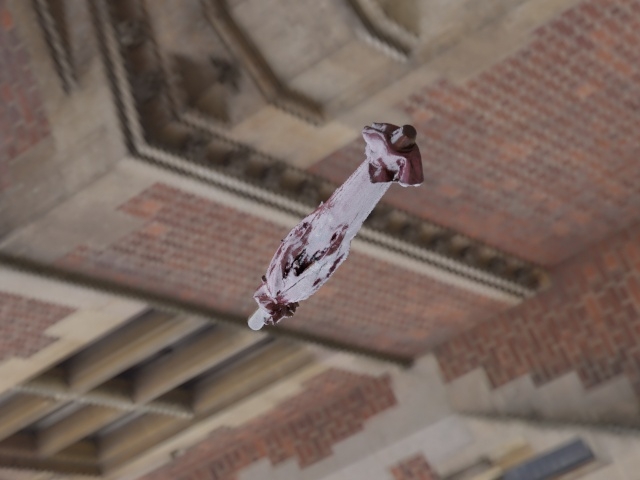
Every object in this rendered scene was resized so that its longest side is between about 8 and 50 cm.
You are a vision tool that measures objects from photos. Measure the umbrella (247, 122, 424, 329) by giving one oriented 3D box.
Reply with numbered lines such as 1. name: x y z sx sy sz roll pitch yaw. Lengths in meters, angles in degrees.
1. umbrella: 0.000 0.000 0.632 0.025 0.165 0.027 1 -120 -26
